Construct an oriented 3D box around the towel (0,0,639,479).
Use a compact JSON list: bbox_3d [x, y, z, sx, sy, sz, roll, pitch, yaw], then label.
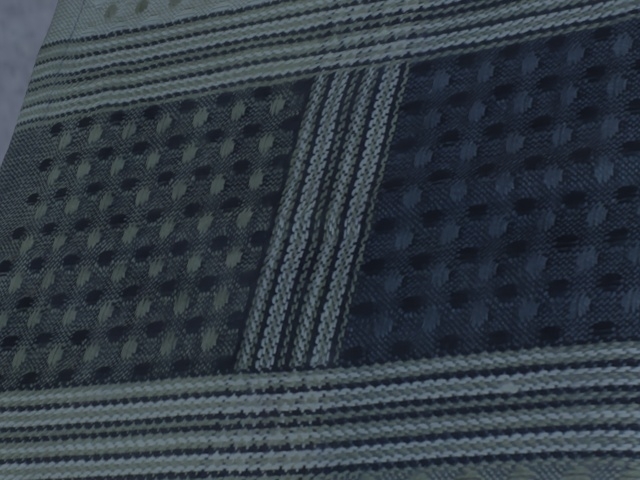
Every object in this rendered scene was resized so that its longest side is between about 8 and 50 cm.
[{"bbox_3d":[0.000,0.000,0.674,0.324,0.312,0.056,-6,143,31],"label":"towel"}]
